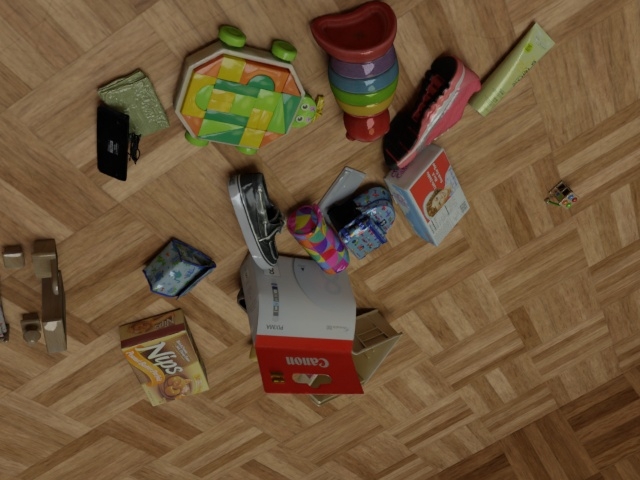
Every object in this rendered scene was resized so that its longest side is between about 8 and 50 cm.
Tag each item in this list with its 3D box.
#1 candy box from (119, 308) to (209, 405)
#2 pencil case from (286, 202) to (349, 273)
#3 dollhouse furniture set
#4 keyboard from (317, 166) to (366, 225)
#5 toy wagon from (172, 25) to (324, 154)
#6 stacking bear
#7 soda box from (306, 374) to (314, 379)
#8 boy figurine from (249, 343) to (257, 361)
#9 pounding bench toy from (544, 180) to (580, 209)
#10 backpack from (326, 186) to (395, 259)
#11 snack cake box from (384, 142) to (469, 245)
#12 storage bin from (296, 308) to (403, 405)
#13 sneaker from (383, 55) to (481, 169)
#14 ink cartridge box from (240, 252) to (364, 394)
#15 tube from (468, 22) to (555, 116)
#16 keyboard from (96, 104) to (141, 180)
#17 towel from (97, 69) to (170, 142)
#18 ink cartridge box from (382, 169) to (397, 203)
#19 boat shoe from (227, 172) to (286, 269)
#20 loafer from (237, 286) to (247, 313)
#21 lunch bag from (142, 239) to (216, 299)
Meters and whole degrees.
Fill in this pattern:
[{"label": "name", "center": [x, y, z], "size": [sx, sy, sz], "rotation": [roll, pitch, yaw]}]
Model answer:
[{"label": "candy box", "center": [-0.453, 0.351, 1.931], "size": [0.182, 0.088, 0.317], "rotation": [-16, 136, -8]}, {"label": "pencil case", "center": [0.000, 0.000, 1.758], "size": [0.104, 0.104, 0.236], "rotation": [-29, 143, 6]}, {"label": "dollhouse furniture set", "center": [-0.793, 0.172, 1.545], "size": [0.355, 0.174, 0.303], "rotation": [-5, 134, -19]}, {"label": "keyboard", "center": [0.026, -0.091, 1.761], "size": [0.072, 0.014, 0.256], "rotation": [12, 127, -39]}, {"label": "toy wagon", "center": [-0.138, -0.307, 1.431], "size": [0.344, 0.068, 0.267], "rotation": [7, 130, -28]}, {"label": "stacking bear", "center": [0.095, -0.341, 1.443], "size": [0.175, 0.164, 0.289], "rotation": [-18, 141, -6]}, {"label": "soda box", "center": [-0.079, 0.271, 1.915], "size": [0.092, 0.083, 0.263], "rotation": [-41, 97, 17]}, {"label": "boy figurine", "center": [-0.093, 0.292, 2.014], "size": [0.285, 0.092, 0.177], "rotation": [-36, 107, 16]}, {"label": "pounding bench toy", "center": [0.729, -0.125, 1.990], "size": [0.052, 0.065, 0.083], "rotation": [23, 121, -38]}, {"label": "backpack", "center": [0.129, -0.053, 1.762], "size": [0.173, 0.117, 0.158], "rotation": [-33, 143, 3]}, {"label": "snack cake box", "center": [0.287, -0.123, 1.745], "size": [0.152, 0.089, 0.264], "rotation": [-47, 137, -9]}, {"label": "storage bin", "center": [0.088, 0.373, 2.100], "size": [0.260, 0.123, 0.262], "rotation": [-13, 143, -47]}, {"label": "sneaker", "center": [0.277, -0.287, 1.597], "size": [0.136, 0.116, 0.314], "rotation": [13, 126, -35]}, {"label": "ink cartridge box", "center": [-0.037, 0.220, 1.763], "size": [0.308, 0.385, 0.091], "rotation": [9, 137, -30]}, {"label": "tube", "center": [0.462, -0.411, 1.600], "size": [0.240, 0.062, 0.070], "rotation": [-48, 173, 17]}, {"label": "keyboard", "center": [-0.428, -0.206, 1.409], "size": [0.100, 0.038, 0.192], "rotation": [25, 139, 1]}, {"label": "towel", "center": [-0.388, -0.280, 1.380], "size": [0.110, 0.027, 0.148], "rotation": [-23, 137, -2]}, {"label": "ink cartridge box", "center": [0.193, -0.144, 1.751], "size": [0.028, 0.048, 0.083], "rotation": [-28, 136, 5]}, {"label": "boat shoe", "center": [-0.140, -0.048, 1.656], "size": [0.104, 0.113, 0.306], "rotation": [-11, 128, 7]}, {"label": "loafer", "center": [-0.128, 0.231, 1.823], "size": [0.267, 0.084, 0.096], "rotation": [39, 108, -3]}, {"label": "lunch bag", "center": [-0.361, 0.084, 1.711], "size": [0.128, 0.096, 0.151], "rotation": [-41, 149, 14]}]
